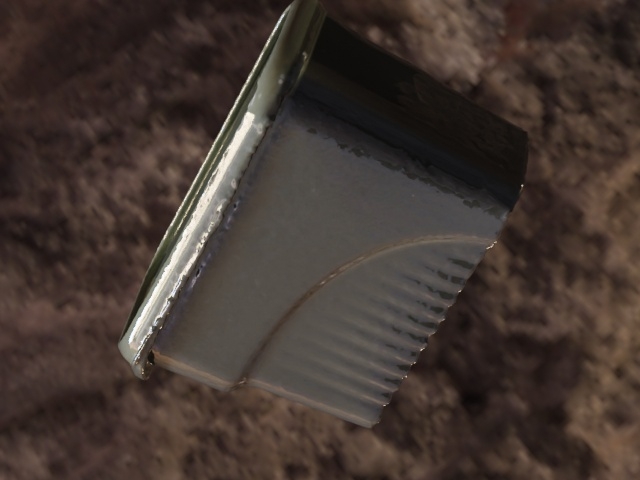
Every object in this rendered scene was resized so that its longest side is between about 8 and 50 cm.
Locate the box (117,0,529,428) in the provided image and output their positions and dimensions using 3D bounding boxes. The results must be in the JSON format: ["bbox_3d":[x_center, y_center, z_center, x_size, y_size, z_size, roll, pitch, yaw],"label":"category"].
[{"bbox_3d":[0.000,0.000,1.228,0.178,0.138,0.274,25,-55,-6],"label":"box"}]
